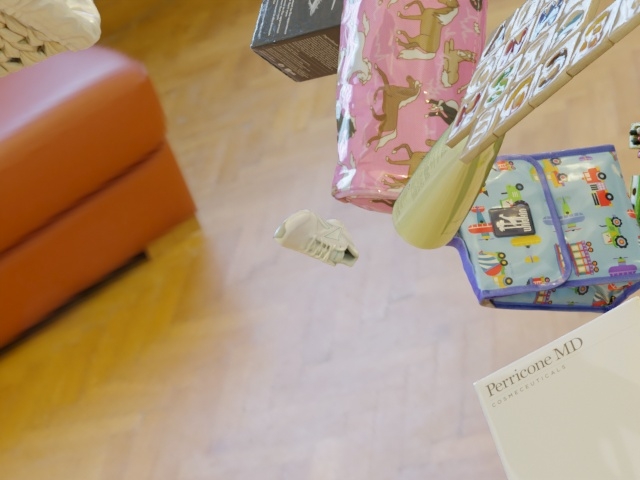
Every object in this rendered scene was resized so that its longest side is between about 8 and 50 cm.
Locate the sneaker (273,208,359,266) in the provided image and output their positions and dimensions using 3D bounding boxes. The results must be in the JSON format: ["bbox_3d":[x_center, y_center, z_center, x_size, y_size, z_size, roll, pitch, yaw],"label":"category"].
[{"bbox_3d":[0.000,0.000,1.799,0.053,0.152,0.061,-52,60,20],"label":"sneaker"}]

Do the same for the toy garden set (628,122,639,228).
[{"bbox_3d":[0.538,-0.100,2.228,0.049,0.203,0.244,7,-2,-16],"label":"toy garden set"}]

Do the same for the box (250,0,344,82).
[{"bbox_3d":[0.023,-0.323,1.980,0.207,0.108,0.153,-5,63,43],"label":"box"}]

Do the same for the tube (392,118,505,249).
[{"bbox_3d":[0.113,-0.062,1.145,0.062,0.240,0.070,-8,69,-14],"label":"tube"}]

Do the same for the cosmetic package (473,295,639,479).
[{"bbox_3d":[0.304,0.263,1.320,0.197,0.155,0.365,-32,51,16],"label":"cosmetic package"}]

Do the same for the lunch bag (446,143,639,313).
[{"bbox_3d":[0.302,-0.012,2.060,0.293,0.138,0.221,-2,65,-23],"label":"lunch bag"}]

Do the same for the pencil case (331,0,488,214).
[{"bbox_3d":[0.109,-0.212,1.603,0.160,0.386,0.167,9,-7,-29],"label":"pencil case"}]

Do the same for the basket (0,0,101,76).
[{"bbox_3d":[-0.392,-0.294,1.129,0.266,0.331,0.328,-24,70,13],"label":"basket"}]

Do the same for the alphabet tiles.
[{"bbox_3d":[0.163,-0.156,0.933,0.237,0.009,0.198,-40,21,52],"label":"alphabet tiles"}]
